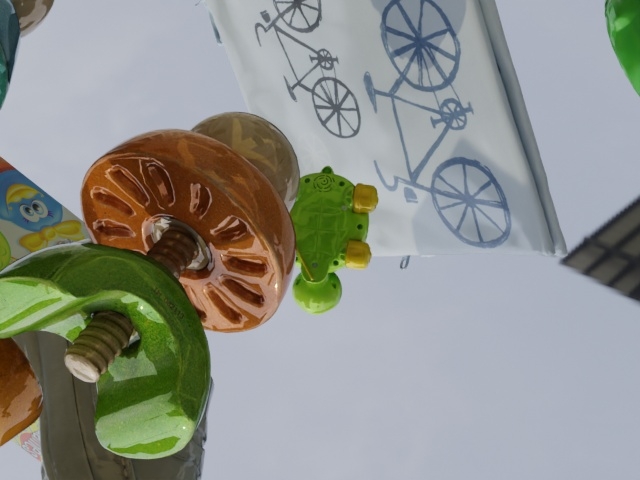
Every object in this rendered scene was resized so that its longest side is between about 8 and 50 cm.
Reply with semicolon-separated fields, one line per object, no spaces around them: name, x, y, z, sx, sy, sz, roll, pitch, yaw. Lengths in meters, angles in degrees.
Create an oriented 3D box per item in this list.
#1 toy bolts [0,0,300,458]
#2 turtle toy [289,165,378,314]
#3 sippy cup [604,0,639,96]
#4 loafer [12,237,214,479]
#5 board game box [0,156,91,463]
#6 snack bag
toy bolts;-0.139;-0.030;0.557;0.218;0.228;0.158;-20;-152;43
turtle toy;0.000;0.000;1.077;0.095;0.066;0.130;7;-90;6
sippy cup;0.314;-0.147;0.669;0.305;0.224;0.240;38;-139;0
loafer;-0.120;0.117;0.798;0.111;0.112;0.319;-30;-125;3
board game box;-0.278;0.050;1.095;0.275;0.142;0.144;39;-137;-7
snack bag;0.049;-0.122;1.168;0.343;0.323;0.037;-3;-156;47
